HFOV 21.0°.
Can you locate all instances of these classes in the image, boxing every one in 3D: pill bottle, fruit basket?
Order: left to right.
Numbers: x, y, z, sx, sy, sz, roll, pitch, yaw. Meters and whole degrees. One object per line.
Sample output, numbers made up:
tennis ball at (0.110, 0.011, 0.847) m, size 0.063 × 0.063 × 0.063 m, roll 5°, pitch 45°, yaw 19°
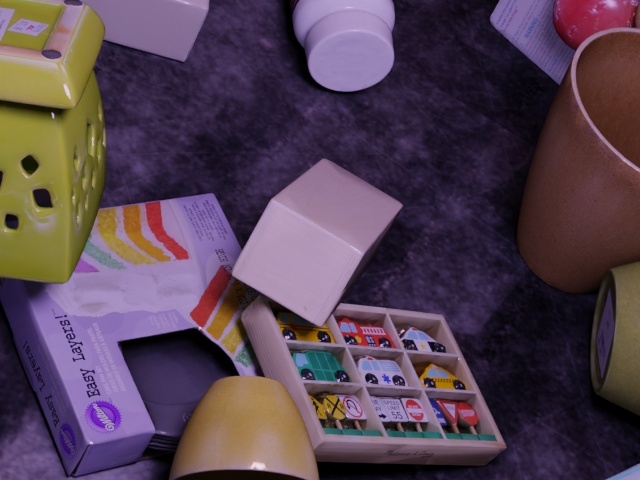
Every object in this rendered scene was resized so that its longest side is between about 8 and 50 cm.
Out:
pill bottle at (0.023, -0.289, 2.034) m, size 0.121 × 0.121 × 0.221 m, roll 9°, pitch 49°, yaw -20°
fruit basket at (0.385, -0.252, 2.046) m, size 0.165 × 0.327 × 0.353 m, roll -32°, pitch 71°, yaw -30°

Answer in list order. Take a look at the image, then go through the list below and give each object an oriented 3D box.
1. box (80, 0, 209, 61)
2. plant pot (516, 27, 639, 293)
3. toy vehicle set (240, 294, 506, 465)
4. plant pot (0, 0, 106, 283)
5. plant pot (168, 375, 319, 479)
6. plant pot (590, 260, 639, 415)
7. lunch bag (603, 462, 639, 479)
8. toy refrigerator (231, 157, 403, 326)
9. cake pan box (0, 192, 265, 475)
box at (-0.263, -0.298, 1.915) m, size 0.275 × 0.094 × 0.113 m, roll 16°, pitch 47°, yaw -15°
plant pot at (0.325, -0.060, 1.899) m, size 0.237 × 0.254 × 0.237 m, roll 14°, pitch 47°, yaw -16°
toy vehicle set at (0.055, 0.140, 1.689) m, size 0.266 × 0.035 × 0.166 m, roll 8°, pitch 47°, yaw -45°
plant pot at (-0.312, -0.111, 1.580) m, size 0.227 × 0.207 × 0.228 m, roll 9°, pitch 27°, yaw -2°
plant pot at (-0.067, 0.175, 1.534) m, size 0.134 × 0.134 × 0.095 m, roll 9°, pitch 66°, yaw -20°
plant pot at (0.444, 0.115, 1.836) m, size 0.293 × 0.275 × 0.275 m, roll 6°, pitch 48°, yaw -1°
lunch bag at (0.352, 0.350, 1.652) m, size 0.224 × 0.108 × 0.279 m, roll -18°, pitch 59°, yaw -31°
toy refrigerator at (0.000, 0.000, 1.718) m, size 0.102 × 0.094 × 0.269 m, roll 30°, pitch 15°, yaw 3°
cake pan box at (-0.165, 0.087, 1.656) m, size 0.245 × 0.070 × 0.267 m, roll -9°, pitch 58°, yaw -30°
